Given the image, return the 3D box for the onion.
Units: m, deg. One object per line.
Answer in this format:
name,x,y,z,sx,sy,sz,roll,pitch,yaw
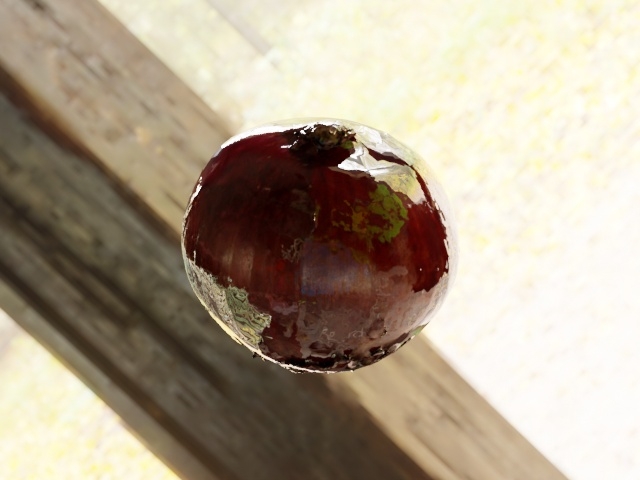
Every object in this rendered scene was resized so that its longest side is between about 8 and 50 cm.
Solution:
onion,0.000,0.000,0.801,0.131,0.131,0.131,-45,9,9
